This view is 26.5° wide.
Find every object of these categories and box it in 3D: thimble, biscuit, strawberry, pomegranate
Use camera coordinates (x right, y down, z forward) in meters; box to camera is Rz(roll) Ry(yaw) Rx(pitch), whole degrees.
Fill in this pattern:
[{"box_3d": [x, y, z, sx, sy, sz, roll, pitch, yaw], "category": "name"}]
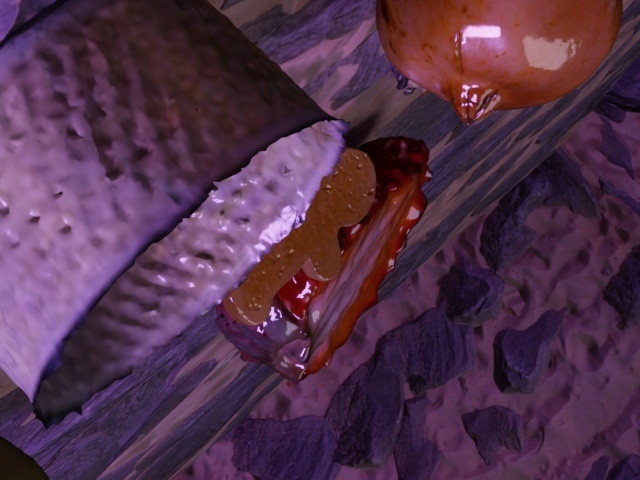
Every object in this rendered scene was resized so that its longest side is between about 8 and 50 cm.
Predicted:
[{"box_3d": [-0.126, -0.027, 0.853, 0.271, 0.150, 0.271, -44, 171, -9], "category": "thimble"}, {"box_3d": [-0.031, -0.021, 1.411, 0.035, 0.158, 0.240, 10, -144, 46], "category": "biscuit"}, {"box_3d": [0.000, 0.000, 1.620, 0.336, 0.149, 0.265, -53, 160, -22], "category": "strawberry"}, {"box_3d": [0.147, -0.202, 1.135, 0.209, 0.209, 0.209, -43, 171, -9], "category": "pomegranate"}]

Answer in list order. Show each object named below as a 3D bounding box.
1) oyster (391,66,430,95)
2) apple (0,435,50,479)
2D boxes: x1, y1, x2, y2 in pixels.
[{"box_3d": [0.158, -0.221, 1.492, 0.163, 0.081, 0.191, -38, 166, -14], "category": "oyster"}, {"box_3d": [-0.321, 0.279, 1.057, 0.292, 0.292, 0.254, -31, 157, -57], "category": "apple"}]
